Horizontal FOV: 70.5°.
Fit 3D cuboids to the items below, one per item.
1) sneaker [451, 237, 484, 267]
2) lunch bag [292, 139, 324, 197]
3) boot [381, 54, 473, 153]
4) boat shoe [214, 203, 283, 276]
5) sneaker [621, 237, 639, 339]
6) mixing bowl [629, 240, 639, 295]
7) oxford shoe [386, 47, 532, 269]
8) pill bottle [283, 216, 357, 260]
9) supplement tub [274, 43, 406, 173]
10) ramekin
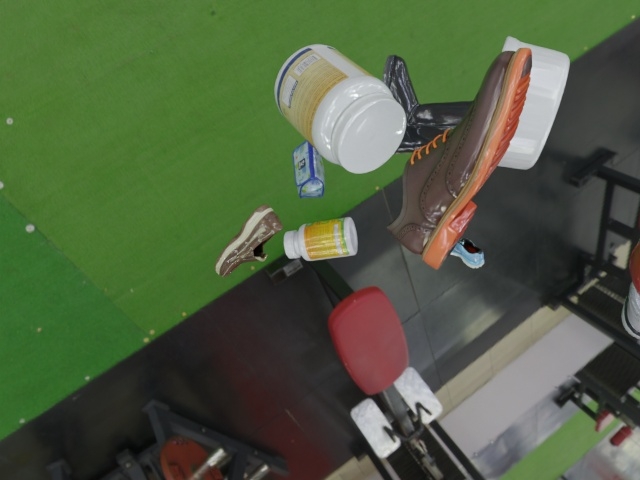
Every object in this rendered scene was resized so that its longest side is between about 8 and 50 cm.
[{"bbox_3d":[0.407,0.009,1.313,0.063,0.162,0.073,-40,144,-25],"label":"sneaker"},{"bbox_3d":[-0.032,-0.212,1.354,0.096,0.129,0.151,-4,164,-7],"label":"lunch bag"},{"bbox_3d":[0.440,-0.472,1.585,0.146,0.444,0.368,-4,99,-68],"label":"boot"},{"bbox_3d":[-0.188,0.025,1.193,0.257,0.095,0.095,-49,174,32],"label":"boat shoe"},{"bbox_3d":[0.838,0.056,1.084,0.210,0.137,0.366,37,74,-58],"label":"sneaker"},{"bbox_3d":[0.668,0.073,0.839,0.098,0.181,0.182,-25,132,-41],"label":"mixing bowl"},{"bbox_3d":[0.145,-0.088,0.513,0.097,0.098,0.272,-38,152,-47],"label":"oxford shoe"},{"bbox_3d":[0.000,0.000,1.621,0.245,0.137,0.137,-8,133,16],"label":"pill bottle"},{"bbox_3d":[0.046,-0.334,1.147,0.228,0.316,0.229,-22,139,-20],"label":"supplement tub"},{"bbox_3d":[0.436,-0.291,1.001,0.277,0.135,0.278,18,90,-74],"label":"ramekin"}]
